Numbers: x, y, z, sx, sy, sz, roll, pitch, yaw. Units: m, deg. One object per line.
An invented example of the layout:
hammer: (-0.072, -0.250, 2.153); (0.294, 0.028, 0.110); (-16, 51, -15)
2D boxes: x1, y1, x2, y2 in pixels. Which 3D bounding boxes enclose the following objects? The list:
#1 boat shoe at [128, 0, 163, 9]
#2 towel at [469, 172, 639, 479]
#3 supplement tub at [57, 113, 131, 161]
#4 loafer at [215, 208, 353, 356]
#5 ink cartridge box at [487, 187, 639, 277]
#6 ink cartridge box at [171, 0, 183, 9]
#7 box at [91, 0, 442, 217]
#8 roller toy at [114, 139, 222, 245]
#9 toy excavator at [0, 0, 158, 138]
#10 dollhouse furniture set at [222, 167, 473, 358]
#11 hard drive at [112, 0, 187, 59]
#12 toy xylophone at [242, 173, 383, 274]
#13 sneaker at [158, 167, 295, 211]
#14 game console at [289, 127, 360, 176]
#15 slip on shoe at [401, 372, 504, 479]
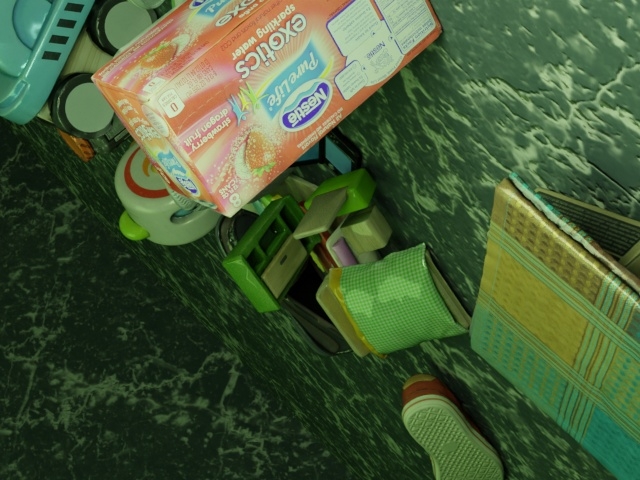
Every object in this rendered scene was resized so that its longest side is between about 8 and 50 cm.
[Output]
boat shoe: (-0.239, -0.381, 1.777); (0.081, 0.079, 0.227); (48, 163, 22)
towel: (0.262, 0.107, 1.276); (0.271, 0.040, 0.370); (42, 162, 21)
supplement tub: (-0.379, -0.235, 2.344); (0.117, 0.190, 0.117); (46, 166, 15)
loafer: (-0.031, 0.059, 1.959); (0.095, 0.109, 0.302); (-8, 130, 51)
ink cartridge box: (0.298, 0.075, 1.337); (0.193, 0.088, 0.234); (28, 154, 57)
ink cartridge box: (-0.110, -0.256, 1.767); (0.235, 0.056, 0.171); (45, 165, 9)
box: (-0.048, -0.183, 1.273); (0.142, 0.300, 0.154); (25, 153, 55)
roller toy: (-0.274, -0.104, 2.378); (0.191, 0.209, 0.146); (1, 146, 16)
toy excavator: (-0.482, -0.423, 2.037); (0.445, 0.432, 0.222); (25, 180, -31)
dollhouse furniture set: (0.047, 0.077, 1.799); (0.198, 0.151, 0.301); (-16, 119, 40)
hard drive: (-0.085, -0.214, 1.497); (0.307, 0.203, 0.040); (34, 159, 46)
toy xylophone: (0.000, 0.000, 2.042); (0.236, 0.081, 0.323); (56, 164, -25)
sneaker: (-0.174, -0.159, 1.852); (0.210, 0.137, 0.366); (50, -165, 11)
game console: (-0.005, -0.110, 1.794); (0.107, 0.071, 0.122); (45, 166, 15)
slip on shoe: (0.228, 0.343, 2.229); (0.331, 0.123, 0.101); (55, -162, -40)
